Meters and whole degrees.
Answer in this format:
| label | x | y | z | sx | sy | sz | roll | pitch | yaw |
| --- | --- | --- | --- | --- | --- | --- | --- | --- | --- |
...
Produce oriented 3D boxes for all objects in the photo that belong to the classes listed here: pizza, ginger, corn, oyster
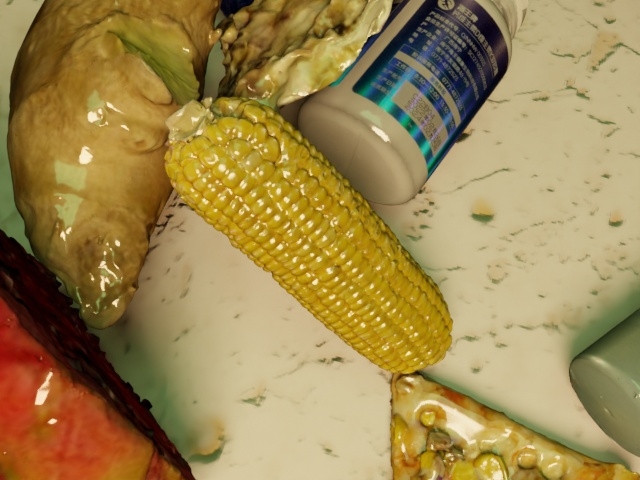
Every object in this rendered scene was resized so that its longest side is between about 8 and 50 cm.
| label | x | y | z | sx | sy | sz | roll | pitch | yaw |
| --- | --- | --- | --- | --- | --- | --- | --- | --- | --- |
| pizza | 0.105 | 0.147 | 0.438 | 0.184 | 0.036 | 0.176 | -17 | 66 | -7 |
| ginger | -0.152 | -0.078 | 0.464 | 0.123 | 0.218 | 0.270 | 28 | 58 | -30 |
| corn | 0.000 | 0.000 | 0.424 | 0.238 | 0.080 | 0.080 | 43 | 66 | -27 |
| oyster | -0.008 | -0.161 | 0.485 | 0.083 | 0.214 | 0.223 | 38 | 37 | -20 |

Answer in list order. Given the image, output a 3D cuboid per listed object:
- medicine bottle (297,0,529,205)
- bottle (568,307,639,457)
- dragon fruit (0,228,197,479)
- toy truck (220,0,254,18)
| label | x | y | z | sx | sy | sz | roll | pitch | yaw |
| --- | --- | --- | --- | --- | --- | --- | --- | --- | --- |
| medicine bottle | 0.076 | -0.128 | 0.524 | 0.107 | 0.107 | 0.191 | 33 | 70 | 15 |
| bottle | 0.299 | 0.035 | 0.460 | 0.286 | 0.082 | 0.082 | -32 | 69 | -13 |
| dragon fruit | -0.244 | 0.123 | 0.396 | 0.330 | 0.240 | 0.302 | -39 | 96 | 9 |
| toy truck | 0.014 | -0.303 | 0.579 | 0.267 | 0.155 | 0.124 | -30 | 68 | -13 |
